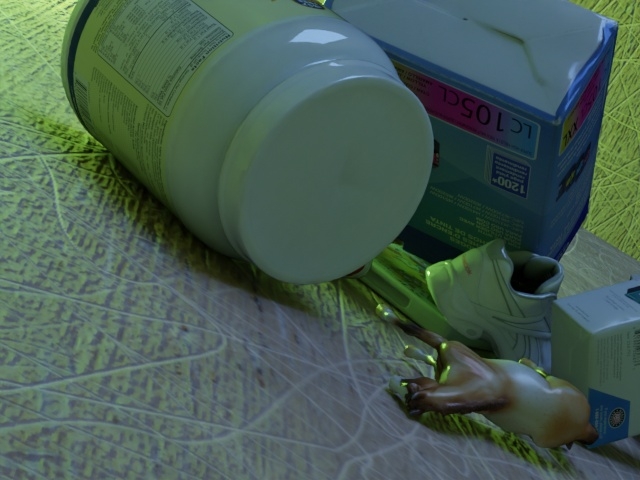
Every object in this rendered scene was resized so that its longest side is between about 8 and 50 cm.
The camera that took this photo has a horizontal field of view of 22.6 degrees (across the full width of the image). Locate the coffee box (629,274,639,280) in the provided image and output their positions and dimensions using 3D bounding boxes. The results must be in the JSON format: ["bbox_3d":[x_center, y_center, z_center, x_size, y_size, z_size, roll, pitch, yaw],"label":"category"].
[{"bbox_3d":[0.472,0.128,1.833,0.246,0.141,0.098,3,31,-1],"label":"coffee box"}]

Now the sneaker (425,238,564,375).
[{"bbox_3d":[0.214,0.071,1.648,0.232,0.115,0.090,32,33,-46],"label":"sneaker"}]

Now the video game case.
[{"bbox_3d":[0.114,0.055,1.765,0.206,0.026,0.227,38,11,30],"label":"video game case"}]

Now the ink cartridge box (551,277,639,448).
[{"bbox_3d":[0.347,0.106,1.593,0.231,0.134,0.078,-13,27,-19],"label":"ink cartridge box"}]

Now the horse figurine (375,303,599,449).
[{"bbox_3d":[0.156,0.132,1.401,0.263,0.066,0.174,24,6,-28],"label":"horse figurine"}]

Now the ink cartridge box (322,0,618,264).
[{"bbox_3d":[0.148,-0.105,1.683,0.270,0.151,0.395,27,-26,18],"label":"ink cartridge box"}]

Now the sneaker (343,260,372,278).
[{"bbox_3d":[0.000,0.000,1.638,0.067,0.042,0.118,29,2,-40],"label":"sneaker"}]

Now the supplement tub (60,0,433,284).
[{"bbox_3d":[-0.070,-0.123,1.463,0.235,0.235,0.325,22,13,-44],"label":"supplement tub"}]
